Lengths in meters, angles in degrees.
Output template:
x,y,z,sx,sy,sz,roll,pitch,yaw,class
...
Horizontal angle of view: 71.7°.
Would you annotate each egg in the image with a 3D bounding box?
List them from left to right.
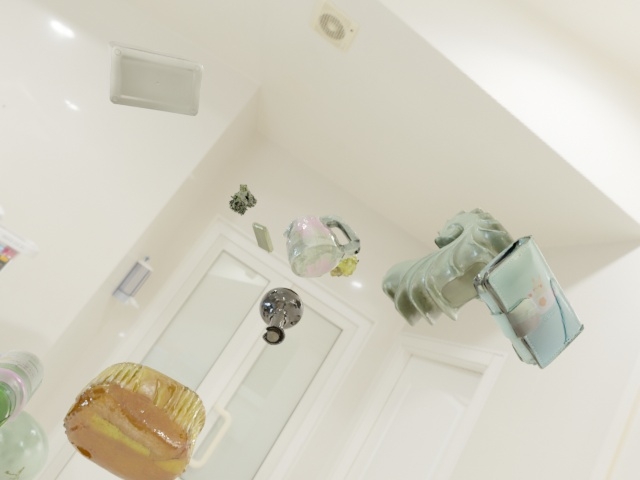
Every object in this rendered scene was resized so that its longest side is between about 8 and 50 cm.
x,y,z,sx,sy,sz,roll,pitch,yaw,class
-0.907,0.583,1.275,0.264,0.183,0.183,50,-17,0,egg

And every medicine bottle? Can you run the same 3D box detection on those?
x,y,z,sx,sy,sz,roll,pitch,yaw,class
-0.739,0.346,1.023,0.133,0.133,0.274,39,-13,-18,medicine bottle

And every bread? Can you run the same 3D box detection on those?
x,y,z,sx,sy,sz,roll,pitch,yaw,class
-0.406,0.411,0.984,0.288,0.204,0.156,39,6,-10,bread

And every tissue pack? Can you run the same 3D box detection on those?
x,y,z,sx,sy,sz,roll,pitch,yaw,class
-0.482,-0.467,1.287,0.245,0.160,0.136,2,24,-29,tissue pack

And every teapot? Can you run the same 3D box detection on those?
x,y,z,sx,sy,sz,roll,pitch,yaw,class
-0.008,-0.005,1.376,0.163,0.221,0.178,43,20,-53,teapot

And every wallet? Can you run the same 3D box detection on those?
x,y,z,sx,sy,sz,roll,pitch,yaw,class
0.458,0.136,0.971,0.251,0.176,0.075,57,-16,-9,wallet

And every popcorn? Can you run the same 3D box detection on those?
x,y,z,sx,sy,sz,roll,pitch,yaw,class
0.113,0.106,2.255,0.142,0.174,0.173,43,-19,-34,popcorn

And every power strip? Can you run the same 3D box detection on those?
x,y,z,sx,sy,sz,roll,pitch,yaw,class
-0.245,-0.009,1.901,0.076,0.028,0.169,24,-34,25,power strip

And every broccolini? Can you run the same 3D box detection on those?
x,y,z,sx,sy,sz,roll,pitch,yaw,class
-0.205,-0.126,1.163,0.058,0.074,0.201,48,-17,7,broccolini

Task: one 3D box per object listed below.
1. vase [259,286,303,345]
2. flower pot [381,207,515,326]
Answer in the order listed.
x,y,z,sx,sy,sz,roll,pitch,yaw,class
-0.108,0.198,1.145,0.120,0.120,0.183,36,20,-9,vase
0.346,0.083,1.205,0.164,0.367,0.254,46,13,-22,flower pot
